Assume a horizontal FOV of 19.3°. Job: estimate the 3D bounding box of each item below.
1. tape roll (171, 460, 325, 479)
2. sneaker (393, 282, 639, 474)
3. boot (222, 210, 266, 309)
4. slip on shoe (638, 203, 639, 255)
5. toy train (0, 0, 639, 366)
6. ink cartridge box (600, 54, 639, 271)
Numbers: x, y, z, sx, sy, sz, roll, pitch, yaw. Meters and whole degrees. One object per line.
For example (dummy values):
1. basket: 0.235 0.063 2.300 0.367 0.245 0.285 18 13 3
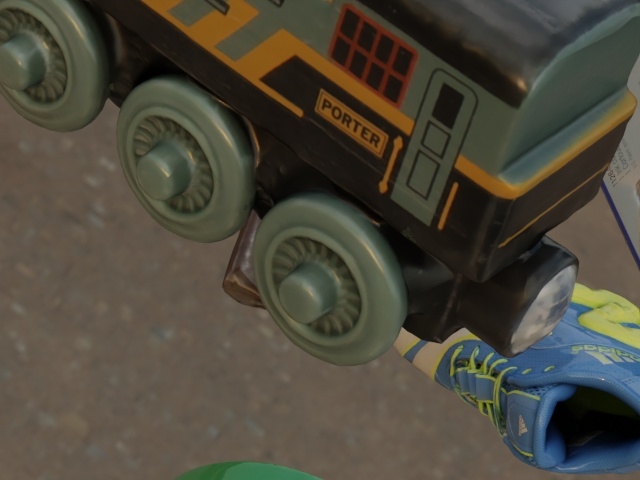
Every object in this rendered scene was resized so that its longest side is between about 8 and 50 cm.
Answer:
1. tape roll: -0.043 0.360 1.809 0.321 0.321 0.077 38 38 -4
2. sneaker: 0.116 0.068 1.043 0.240 0.091 0.126 12 14 35
3. boot: 0.000 0.000 1.069 0.106 0.037 0.114 15 54 -13
4. slip on shoe: 0.289 -0.047 1.291 0.123 0.331 0.101 12 37 6
5. toy train: -0.015 -0.093 0.803 0.334 0.190 0.142 38 44 21
6. ink cartridge box: 0.382 -0.086 1.629 0.072 0.307 0.304 8 49 -34
